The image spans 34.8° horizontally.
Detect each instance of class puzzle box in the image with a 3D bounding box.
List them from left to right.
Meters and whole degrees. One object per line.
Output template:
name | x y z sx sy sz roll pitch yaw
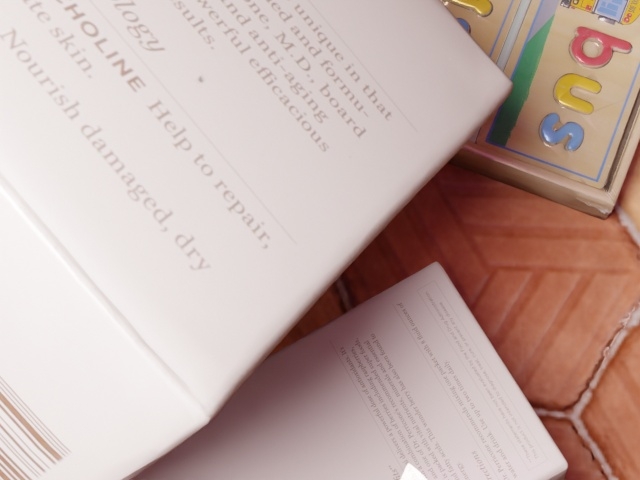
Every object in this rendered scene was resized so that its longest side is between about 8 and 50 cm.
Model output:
puzzle box | 0.208 -0.250 0.949 0.272 0.052 0.409 21 78 7

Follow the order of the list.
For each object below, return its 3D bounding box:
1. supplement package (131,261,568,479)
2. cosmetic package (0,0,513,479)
supplement package | 0.013 0.183 0.773 0.293 0.175 0.177 -29 66 -2
cosmetic package | -0.151 -0.060 0.647 0.327 0.329 0.393 49 40 -3
